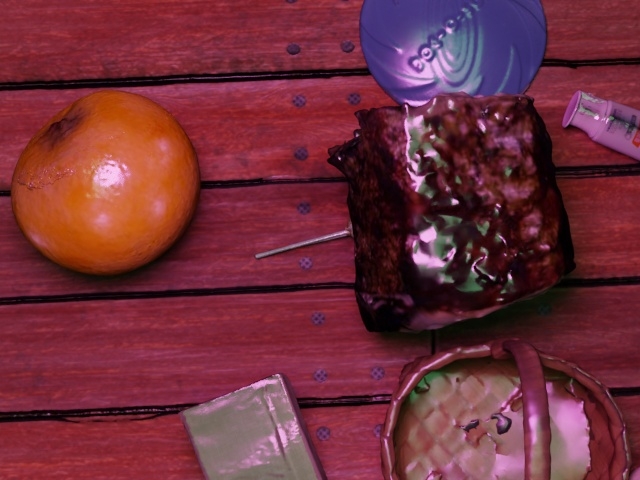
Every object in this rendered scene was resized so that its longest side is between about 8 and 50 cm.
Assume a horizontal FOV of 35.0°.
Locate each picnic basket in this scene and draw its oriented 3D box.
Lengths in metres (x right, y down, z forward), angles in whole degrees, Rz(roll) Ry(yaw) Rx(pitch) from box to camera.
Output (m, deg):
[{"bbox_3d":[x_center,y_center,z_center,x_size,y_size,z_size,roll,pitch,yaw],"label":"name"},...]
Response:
[{"bbox_3d":[0.247,0.271,1.318,0.337,0.337,0.292,2,81,1],"label":"picnic basket"}]

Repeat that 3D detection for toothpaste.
[{"bbox_3d":[0.521,-0.138,1.509,0.323,0.066,0.100,20,86,-2],"label":"toothpaste"}]

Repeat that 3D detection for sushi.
[{"bbox_3d":[0.179,-0.044,1.366,0.300,0.281,0.294,-13,88,-35],"label":"sushi"}]

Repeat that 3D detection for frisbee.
[{"bbox_3d":[0.203,-0.323,1.541,0.290,0.049,0.289,0,81,1],"label":"frisbee"}]

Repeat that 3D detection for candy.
[{"bbox_3d":[0.000,0.000,1.499,0.203,0.061,0.061,-15,82,6],"label":"candy"}]

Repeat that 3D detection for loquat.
[{"bbox_3d":[-0.296,-0.076,1.402,0.263,0.263,0.263,0,81,0],"label":"loquat"}]

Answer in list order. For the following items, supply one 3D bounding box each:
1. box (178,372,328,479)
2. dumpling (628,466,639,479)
[{"bbox_3d":[-0.075,0.313,1.395,0.155,0.149,0.231,-23,82,-3],"label":"box"},{"bbox_3d":[0.487,0.389,1.334,0.187,0.243,0.318,16,83,9],"label":"dumpling"}]
